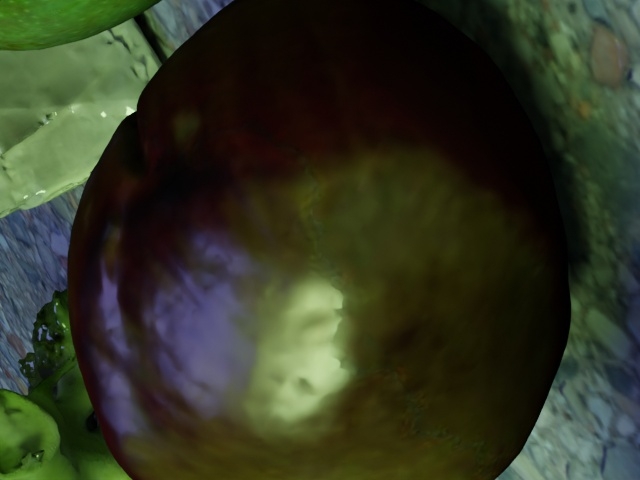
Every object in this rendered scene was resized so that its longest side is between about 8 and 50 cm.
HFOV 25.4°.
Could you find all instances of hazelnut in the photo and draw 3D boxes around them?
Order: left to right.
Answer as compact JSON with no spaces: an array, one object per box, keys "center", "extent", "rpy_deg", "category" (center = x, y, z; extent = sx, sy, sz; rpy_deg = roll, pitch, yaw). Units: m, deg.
[{"center":[0.000,0.000,0.606],"extent":[0.229,0.229,0.229],"rpy_deg":[42,150,31],"category":"hazelnut"}]

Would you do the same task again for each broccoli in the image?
[{"center":[-0.152,0.152,1.074],"extent":[0.254,0.186,0.302],"rpy_deg":[-89,-3,-45],"category":"broccoli"}]

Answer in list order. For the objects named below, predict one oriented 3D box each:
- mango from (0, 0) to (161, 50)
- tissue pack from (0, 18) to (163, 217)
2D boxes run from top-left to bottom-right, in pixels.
[{"center":[-0.108,-0.201,0.568],"extent":[0.382,0.201,0.225],"rpy_deg":[-13,94,51],"category":"mango"},{"center":[-0.295,-0.137,0.954],"extent":[0.297,0.207,0.380],"rpy_deg":[61,155,-10],"category":"tissue pack"}]
